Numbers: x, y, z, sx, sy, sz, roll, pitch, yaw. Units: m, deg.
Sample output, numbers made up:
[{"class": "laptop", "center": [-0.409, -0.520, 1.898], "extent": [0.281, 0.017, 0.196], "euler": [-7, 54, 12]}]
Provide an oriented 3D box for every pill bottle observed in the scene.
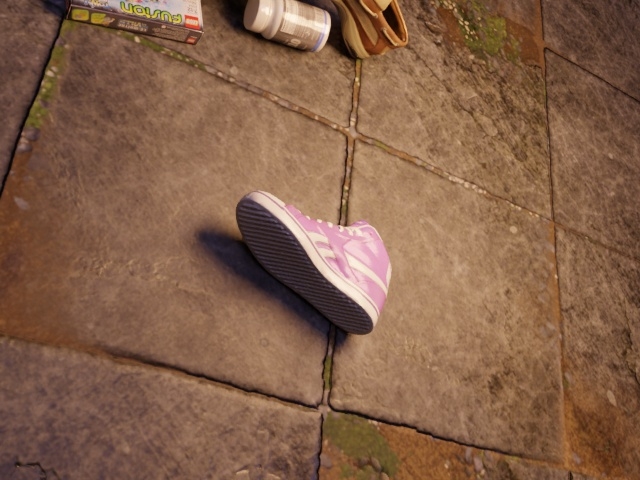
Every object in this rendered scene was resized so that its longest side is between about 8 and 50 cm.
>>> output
[{"class": "pill bottle", "center": [-0.059, -0.382, 1.190], "extent": [0.137, 0.078, 0.078], "euler": [8, 65, -29]}]

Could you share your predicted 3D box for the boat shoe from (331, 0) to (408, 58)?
[{"class": "boat shoe", "center": [0.079, -0.447, 1.177], "extent": [0.324, 0.119, 0.123], "euler": [53, 44, -58]}]

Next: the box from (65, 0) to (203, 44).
[{"class": "box", "center": [-0.290, -0.382, 1.070], "extent": [0.206, 0.036, 0.114], "euler": [2, 68, -32]}]

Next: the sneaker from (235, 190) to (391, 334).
[{"class": "sneaker", "center": [0.000, 0.000, 1.051], "extent": [0.282, 0.102, 0.161], "euler": [46, 49, -20]}]
